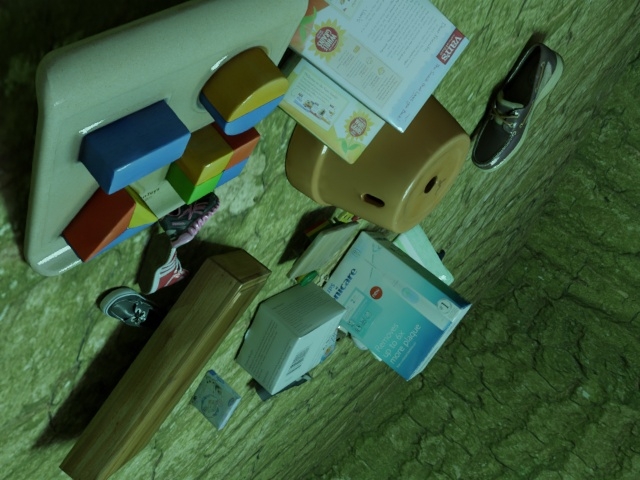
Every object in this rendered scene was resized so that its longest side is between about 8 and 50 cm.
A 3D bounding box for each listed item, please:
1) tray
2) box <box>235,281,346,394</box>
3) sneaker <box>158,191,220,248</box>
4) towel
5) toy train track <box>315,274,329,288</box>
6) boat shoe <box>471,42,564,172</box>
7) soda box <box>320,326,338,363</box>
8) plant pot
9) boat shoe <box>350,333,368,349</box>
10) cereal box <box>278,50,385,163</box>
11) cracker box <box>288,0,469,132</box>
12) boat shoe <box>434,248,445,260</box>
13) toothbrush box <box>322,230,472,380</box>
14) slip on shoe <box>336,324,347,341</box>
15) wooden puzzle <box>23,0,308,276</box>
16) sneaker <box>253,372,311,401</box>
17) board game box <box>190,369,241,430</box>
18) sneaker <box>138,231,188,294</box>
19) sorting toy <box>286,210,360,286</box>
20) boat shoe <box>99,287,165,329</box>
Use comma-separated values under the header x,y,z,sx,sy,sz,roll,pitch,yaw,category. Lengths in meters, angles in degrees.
x,y,z,sx,sy,sz,roll,pitch,yaw,category
-0.243,0.204,1.167,0.411,0.076,0.203,-54,175,8,tray
-0.064,0.207,1.542,0.182,0.119,0.181,-25,147,-51,box
-0.184,-0.042,0.986,0.047,0.057,0.119,-29,-162,36,sneaker
0.210,0.141,1.930,0.325,0.038,0.248,-45,122,-14,towel
-0.007,0.109,1.644,0.083,0.014,0.048,-37,155,-30,toy train track
0.471,-0.333,1.767,0.123,0.123,0.342,11,117,-51,boat shoe
0.002,0.243,1.818,0.058,0.063,0.183,-40,157,-25,soda box
0.112,-0.150,1.193,0.291,0.203,0.291,-41,156,-23,plant pot
0.211,0.238,2.149,0.267,0.096,0.088,-25,149,4,boat shoe
0.054,-0.252,1.006,0.173,0.047,0.240,36,94,-34,cereal box
0.066,-0.270,0.931,0.232,0.067,0.156,31,99,-34,cracker box
0.245,0.117,2.064,0.340,0.127,0.158,-29,138,-49,boat shoe
0.169,0.147,1.672,0.216,0.295,0.126,-55,161,13,toothbrush box
0.046,0.250,1.945,0.041,0.051,0.135,-51,167,-8,slip on shoe
-0.164,-0.105,0.785,0.322,0.080,0.348,-35,167,-35,wooden puzzle
-0.099,0.345,1.792,0.118,0.083,0.222,-32,166,3,sneaker
-0.219,0.332,1.475,0.020,0.090,0.090,-10,136,-60,board game box
-0.219,0.026,1.031,0.067,0.042,0.118,-19,150,-48,sneaker
0.000,0.000,1.408,0.132,0.046,0.274,-20,154,-54,sorting toy
-0.273,0.105,1.052,0.049,0.040,0.142,-51,160,0,boat shoe
